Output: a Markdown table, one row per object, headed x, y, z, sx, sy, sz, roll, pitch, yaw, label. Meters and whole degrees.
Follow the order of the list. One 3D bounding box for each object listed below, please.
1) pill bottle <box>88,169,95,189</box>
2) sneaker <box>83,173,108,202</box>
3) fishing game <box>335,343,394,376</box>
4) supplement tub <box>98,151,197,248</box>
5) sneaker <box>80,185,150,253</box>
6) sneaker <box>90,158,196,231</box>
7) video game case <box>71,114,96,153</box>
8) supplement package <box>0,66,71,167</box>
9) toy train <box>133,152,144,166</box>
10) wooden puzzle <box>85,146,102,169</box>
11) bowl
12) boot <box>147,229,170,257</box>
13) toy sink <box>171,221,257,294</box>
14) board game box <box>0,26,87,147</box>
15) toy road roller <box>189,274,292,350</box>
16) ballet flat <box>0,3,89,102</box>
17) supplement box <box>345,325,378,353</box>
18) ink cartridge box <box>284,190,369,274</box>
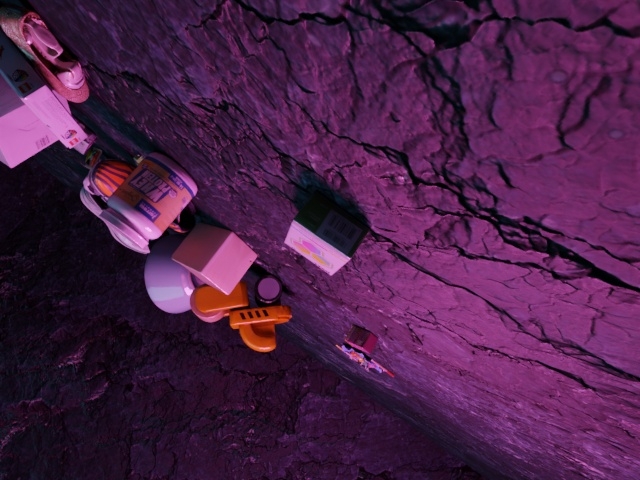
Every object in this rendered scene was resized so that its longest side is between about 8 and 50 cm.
| x | y | z | sx | sy | sz | roll | pitch | yaw | label |
| --- | --- | --- | --- | --- | --- | --- | --- | --- | --- |
| -0.668 | -0.191 | 1.437 | 0.180 | 0.108 | 0.108 | 21 | 157 | 40 | pill bottle |
| -0.818 | -0.185 | 1.754 | 0.153 | 0.101 | 0.268 | 34 | 168 | 3 | sneaker |
| 0.159 | 0.473 | 1.740 | 0.189 | 0.041 | 0.264 | 42 | 161 | -27 | fishing game |
| -0.408 | -0.095 | 1.056 | 0.144 | 0.200 | 0.144 | 31 | 162 | 11 | supplement tub |
| -0.904 | -0.088 | 2.036 | 0.447 | 0.169 | 0.257 | 47 | 161 | -25 | sneaker |
| -0.472 | -0.123 | 1.255 | 0.180 | 0.125 | 0.321 | 17 | 169 | 34 | sneaker |
| -0.783 | -0.358 | 1.328 | 0.210 | 0.042 | 0.232 | 44 | 160 | -25 | video game case |
| -0.766 | -0.326 | 1.077 | 0.203 | 0.194 | 0.149 | 33 | 144 | 8 | supplement package |
| -0.489 | -0.211 | 1.196 | 0.017 | 0.024 | 0.083 | 36 | 162 | -2 | toy train |
| -0.743 | -0.267 | 1.442 | 0.116 | 0.079 | 0.014 | 12 | 172 | 39 | wooden puzzle |
| -0.493 | 0.125 | 1.698 | 0.163 | 0.312 | 0.312 | -3 | 143 | 29 | bowl |
| -0.599 | 0.012 | 1.802 | 0.091 | 0.263 | 0.229 | -19 | 164 | 28 | boot |
| -0.332 | 0.053 | 1.376 | 0.234 | 0.153 | 0.131 | 13 | 152 | 49 | toy sink |
| -0.616 | -0.351 | 0.895 | 0.305 | 0.053 | 0.193 | 49 | 165 | 7 | board game box |
| -0.261 | 0.261 | 1.490 | 0.329 | 0.241 | 0.202 | -6 | 164 | -10 | toy road roller |
| -0.495 | -0.336 | 0.821 | 0.067 | 0.073 | 0.206 | 11 | 157 | 22 | ballet flat |
| 0.123 | 0.296 | 1.325 | 0.043 | 0.055 | 0.083 | 45 | 161 | -31 | supplement box |
| 0.000 | 0.000 | 0.776 | 0.108 | 0.062 | 0.209 | 35 | 163 | -1 | ink cartridge box |
